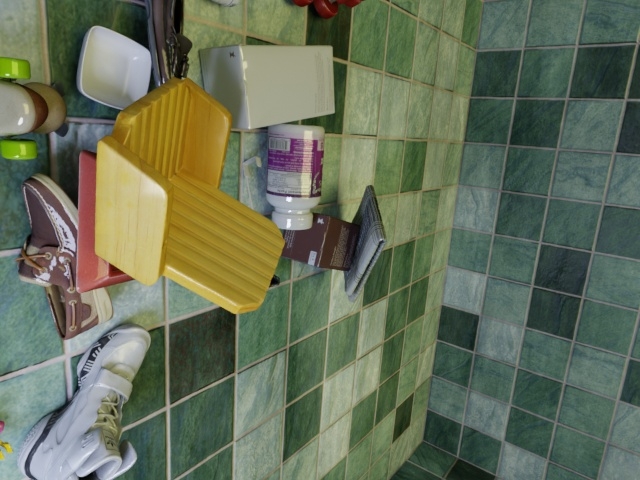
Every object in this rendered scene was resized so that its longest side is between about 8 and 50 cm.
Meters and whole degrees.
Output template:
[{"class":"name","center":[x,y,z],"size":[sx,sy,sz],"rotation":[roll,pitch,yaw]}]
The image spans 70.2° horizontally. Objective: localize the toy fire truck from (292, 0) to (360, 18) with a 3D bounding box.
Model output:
[{"class":"toy fire truck","center":[0.019,-0.808,1.304],"size":[0.302,0.170,0.253],"rotation":[-10,91,-54]}]

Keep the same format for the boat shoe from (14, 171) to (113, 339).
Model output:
[{"class":"boat shoe","center":[-0.510,0.044,0.874],"size":[0.123,0.123,0.341],"rotation":[-37,135,-44]}]

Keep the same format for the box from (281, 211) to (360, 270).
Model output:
[{"class":"box","center":[0.000,0.000,1.526],"size":[0.203,0.167,0.168],"rotation":[14,90,-55]}]

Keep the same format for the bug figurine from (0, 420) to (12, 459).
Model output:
[{"class":"bug figurine","center":[-0.670,0.337,0.787],"size":[0.216,0.072,0.278],"rotation":[-30,120,-54]}]

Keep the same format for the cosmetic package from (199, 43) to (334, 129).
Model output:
[{"class":"cosmetic package","center":[-0.124,-0.419,1.221],"size":[0.366,0.155,0.196],"rotation":[-25,121,-48]}]

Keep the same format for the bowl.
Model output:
[{"class":"bowl","center":[-0.421,-0.341,0.920],"size":[0.142,0.053,0.142],"rotation":[7,94,-55]}]

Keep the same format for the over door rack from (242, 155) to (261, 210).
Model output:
[{"class":"over door rack","center":[-0.266,-0.076,1.200],"size":[0.240,0.108,0.324],"rotation":[2,85,-55]}]

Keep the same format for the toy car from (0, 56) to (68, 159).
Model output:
[{"class":"toy car","center":[-0.515,-0.233,0.798],"size":[0.188,0.149,0.154],"rotation":[-62,159,-72]}]

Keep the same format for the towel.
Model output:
[{"class":"towel","center":[0.134,0.011,1.595],"size":[0.312,0.056,0.324],"rotation":[-95,-161,-48]}]

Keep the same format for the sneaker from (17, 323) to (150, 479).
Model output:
[{"class":"sneaker","center":[-0.454,0.364,0.975],"size":[0.365,0.210,0.137],"rotation":[-58,142,-24]}]

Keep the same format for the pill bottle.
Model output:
[{"class":"pill bottle","center":[-0.077,-0.190,1.351],"size":[0.169,0.169,0.301],"rotation":[-15,114,-52]}]

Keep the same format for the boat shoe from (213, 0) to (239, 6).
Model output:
[{"class":"boat shoe","center":[-0.224,-0.683,1.043],"size":[0.084,0.095,0.258],"rotation":[-22,118,-54]}]

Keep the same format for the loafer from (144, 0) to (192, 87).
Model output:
[{"class":"loafer","center":[-0.309,-0.436,0.947],"size":[0.095,0.109,0.302],"rotation":[-7,97,-11]}]

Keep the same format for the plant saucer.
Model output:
[{"class":"plant saucer","center":[-0.396,-0.036,0.929],"size":[0.259,0.048,0.258],"rotation":[-19,112,-84]}]

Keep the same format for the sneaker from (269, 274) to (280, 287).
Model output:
[{"class":"sneaker","center":[-0.191,0.115,1.377],"size":[0.178,0.077,0.071],"rotation":[-4,103,-53]}]

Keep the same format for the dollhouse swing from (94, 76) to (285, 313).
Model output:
[{"class":"dollhouse swing","center":[-0.200,-0.089,0.884],"size":[0.346,0.305,0.315],"rotation":[-75,-175,-55]}]
